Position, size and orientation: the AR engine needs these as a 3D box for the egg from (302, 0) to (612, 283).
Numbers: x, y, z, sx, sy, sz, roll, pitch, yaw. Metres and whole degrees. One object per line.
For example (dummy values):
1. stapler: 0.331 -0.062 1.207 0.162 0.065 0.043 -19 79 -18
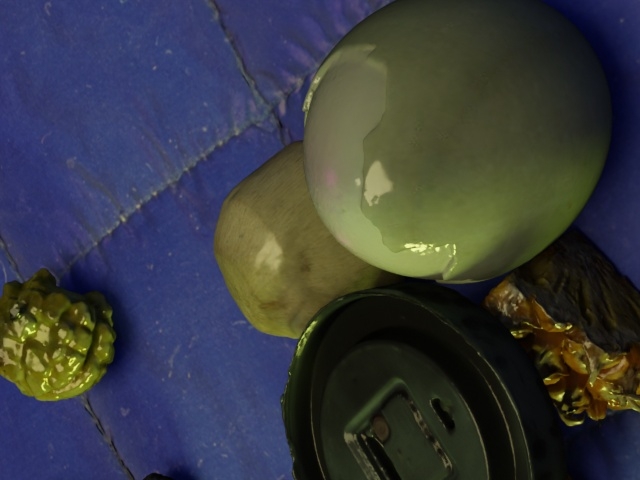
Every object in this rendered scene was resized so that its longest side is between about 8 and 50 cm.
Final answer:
1. egg: 0.117 -0.096 1.423 0.278 0.336 0.278 17 118 34

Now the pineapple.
1. pineapple: 0.250 0.080 1.491 0.236 0.186 0.114 30 125 -24

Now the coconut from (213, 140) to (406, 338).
1. coconut: 0.000 0.000 1.629 0.224 0.224 0.224 11 109 34

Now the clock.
1. clock: 0.095 0.199 1.459 0.325 0.067 0.325 16 112 43

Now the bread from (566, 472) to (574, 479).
1. bread: 0.206 0.325 1.567 0.199 0.199 0.104 58 146 9

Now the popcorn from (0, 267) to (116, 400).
1. popcorn: -0.348 0.122 1.946 0.173 0.142 0.173 14 118 29

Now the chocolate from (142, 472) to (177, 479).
1. chocolate: -0.179 0.417 1.927 0.110 0.110 0.248 -18 96 39

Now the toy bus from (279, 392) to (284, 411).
1. toy bus: 0.100 0.179 1.621 0.262 0.150 0.128 -21 88 38
